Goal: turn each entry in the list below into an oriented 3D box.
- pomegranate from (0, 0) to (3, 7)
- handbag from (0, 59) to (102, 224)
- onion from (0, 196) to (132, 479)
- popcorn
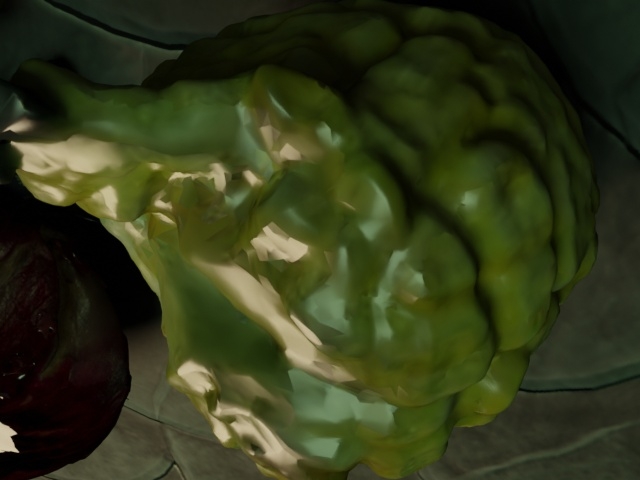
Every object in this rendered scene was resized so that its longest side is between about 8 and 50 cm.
[{"bbox_3d":[-0.337,-0.136,0.578,0.211,0.179,0.179,-4,123,30],"label":"pomegranate"},{"bbox_3d":[-0.208,-0.061,0.655,0.115,0.072,0.139,-15,131,37],"label":"handbag"},{"bbox_3d":[-0.308,0.098,0.697,0.314,0.232,0.314,6,140,6],"label":"onion"},{"bbox_3d":[0.004,-0.005,0.460,0.293,0.237,0.293,12,130,14],"label":"popcorn"}]
